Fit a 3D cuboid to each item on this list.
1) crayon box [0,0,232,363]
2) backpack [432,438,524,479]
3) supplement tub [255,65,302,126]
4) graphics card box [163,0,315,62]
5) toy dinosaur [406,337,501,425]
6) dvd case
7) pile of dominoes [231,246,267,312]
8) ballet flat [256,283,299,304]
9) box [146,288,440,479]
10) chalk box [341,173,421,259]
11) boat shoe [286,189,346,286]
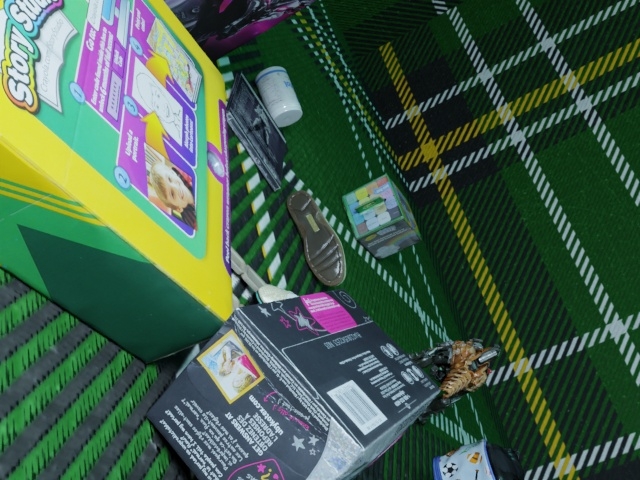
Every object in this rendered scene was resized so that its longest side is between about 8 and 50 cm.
[{"bbox_3d":[-0.208,-0.123,0.655,0.313,0.106,0.363,49,25,-45],"label":"crayon box"},{"bbox_3d":[0.271,0.459,1.201,0.263,0.213,0.276,60,6,-49],"label":"backpack"},{"bbox_3d":[-0.086,-0.294,1.484,0.107,0.071,0.071,68,15,15],"label":"supplement tub"},{"bbox_3d":[-0.096,-0.367,0.962,0.094,0.371,0.233,66,13,8],"label":"graphics card box"},{"bbox_3d":[0.260,0.260,1.476,0.322,0.218,0.164,37,32,-62],"label":"toy dinosaur"},{"bbox_3d":[-0.116,-0.205,1.331,0.164,0.018,0.221,56,17,-26],"label":"dvd case"},{"bbox_3d":[-0.074,0.134,0.913,0.251,0.040,0.196,49,19,-23],"label":"pile of dominoes"},{"bbox_3d":[-0.015,0.109,0.958,0.168,0.052,0.057,49,19,-23],"label":"ballet flat"},{"bbox_3d":[-0.012,0.158,0.700,0.163,0.142,0.247,46,17,17],"label":"box"},{"bbox_3d":[0.144,-0.064,1.788,0.213,0.132,0.132,43,26,-58],"label":"chalk box"},{"bbox_3d":[0.000,0.000,1.312,0.072,0.068,0.190,59,10,-70],"label":"boat shoe"}]
